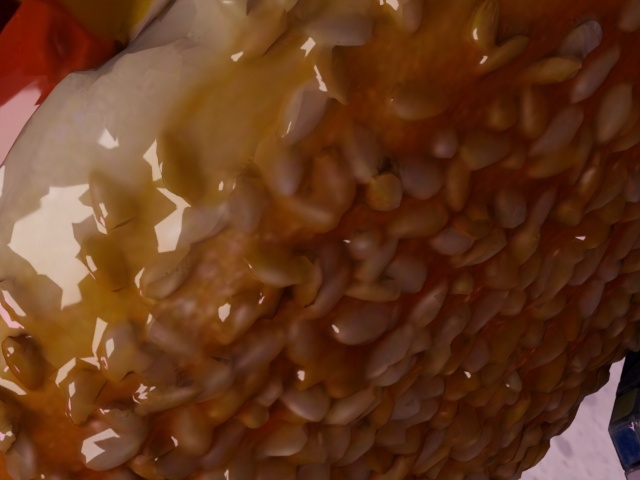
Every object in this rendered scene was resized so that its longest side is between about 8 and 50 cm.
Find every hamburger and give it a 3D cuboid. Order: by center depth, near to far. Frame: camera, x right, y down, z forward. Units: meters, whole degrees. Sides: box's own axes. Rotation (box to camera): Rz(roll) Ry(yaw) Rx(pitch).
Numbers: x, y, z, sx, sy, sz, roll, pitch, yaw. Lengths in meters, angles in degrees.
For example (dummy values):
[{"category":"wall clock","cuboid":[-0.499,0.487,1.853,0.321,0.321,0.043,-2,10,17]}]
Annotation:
[{"category":"hamburger","cuboid":[-0.018,-0.039,0.609,0.250,0.330,0.330,43,145,30]}]

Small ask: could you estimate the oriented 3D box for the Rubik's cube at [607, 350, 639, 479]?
[{"category":"Rubik's cube","cuboid":[0.153,0.062,0.653,0.111,0.111,0.093,20,106,49]}]
